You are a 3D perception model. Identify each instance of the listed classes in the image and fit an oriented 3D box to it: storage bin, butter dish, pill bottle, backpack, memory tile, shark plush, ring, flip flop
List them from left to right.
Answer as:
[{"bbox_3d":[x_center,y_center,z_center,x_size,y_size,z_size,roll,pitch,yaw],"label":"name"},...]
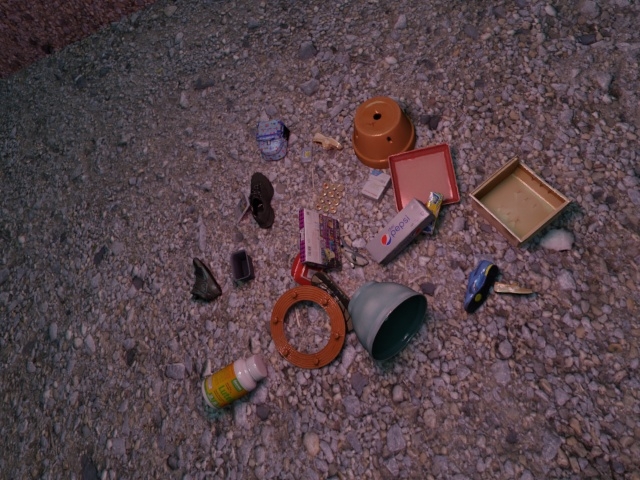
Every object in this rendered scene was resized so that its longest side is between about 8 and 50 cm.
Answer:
[{"bbox_3d":[-0.346,0.569,1.688,0.245,0.136,0.137,-32,65,5],"label":"pill bottle"},{"bbox_3d":[-0.351,0.124,1.872,0.098,0.091,0.135,-20,66,10],"label":"storage bin"},{"bbox_3d":[-0.239,-0.487,2.037,0.158,0.117,0.174,0,74,19],"label":"backpack"},{"bbox_3d":[-0.067,0.118,1.769,0.118,0.160,0.160,4,70,46],"label":"butter dish"},{"bbox_3d":[-0.060,0.352,1.680,0.336,0.032,0.338,-1,87,23],"label":"ring"},{"bbox_3d":[0.042,-0.197,1.901,0.113,0.012,0.148,14,76,21],"label":"memory tile"},{"bbox_3d":[0.064,0.244,1.696,0.112,0.080,0.277,-42,77,12],"label":"flip flop"},{"bbox_3d":[0.135,0.053,1.778,0.067,0.073,0.161,-26,47,-19],"label":"shark plush"},{"bbox_3d":[0.763,-0.150,1.593,0.260,0.123,0.262,-40,64,2],"label":"storage bin"}]

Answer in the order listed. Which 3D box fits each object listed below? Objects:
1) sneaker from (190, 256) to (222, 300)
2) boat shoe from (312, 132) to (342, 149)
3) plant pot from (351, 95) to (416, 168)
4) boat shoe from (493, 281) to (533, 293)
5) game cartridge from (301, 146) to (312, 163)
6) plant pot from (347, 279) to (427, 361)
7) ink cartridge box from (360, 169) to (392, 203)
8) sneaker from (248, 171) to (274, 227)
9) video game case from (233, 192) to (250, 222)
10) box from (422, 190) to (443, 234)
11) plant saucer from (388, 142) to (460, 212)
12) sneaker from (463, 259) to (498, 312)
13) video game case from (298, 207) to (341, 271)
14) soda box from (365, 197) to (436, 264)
[{"bbox_3d":[-0.562,0.187,1.919,0.130,0.087,0.228,-34,70,-3],"label":"sneaker"},{"bbox_3d":[0.030,-0.459,1.973,0.170,0.063,0.059,30,85,34],"label":"boat shoe"},{"bbox_3d":[0.268,-0.492,1.828,0.290,0.203,0.291,-6,70,15],"label":"plant pot"},{"bbox_3d":[0.714,0.176,1.534,0.135,0.050,0.045,3,78,19],"label":"boat shoe"},{"bbox_3d":[-0.067,-0.415,2.011,0.055,0.017,0.084,-7,69,19],"label":"game cartridge"},{"bbox_3d":[0.226,0.270,1.544,0.293,0.293,0.196,-51,52,-4],"label":"plant pot"},{"bbox_3d":[0.247,-0.237,1.828,0.088,0.052,0.123,27,80,24],"label":"ink cartridge box"},{"bbox_3d":[-0.284,-0.207,1.946,0.108,0.130,0.287,-19,66,13],"label":"sneaker"},{"bbox_3d":[-0.377,-0.155,1.978,0.122,0.011,0.087,-52,43,29],"label":"video game case"},{"bbox_3d":[0.452,-0.111,1.683,0.054,0.059,0.169,16,97,17],"label":"box"},{"bbox_3d":[0.435,-0.259,1.758,0.258,0.047,0.260,-11,79,14],"label":"plant saucer"},{"bbox_3d":[0.592,0.172,1.576,0.082,0.069,0.210,28,90,57],"label":"sneaker"},{"bbox_3d":[0.000,0.000,1.743,0.041,0.210,0.233,-22,63,41],"label":"video game case"},{"bbox_3d":[0.319,-0.033,1.664,0.286,0.091,0.098,-48,63,20],"label":"soda box"}]
